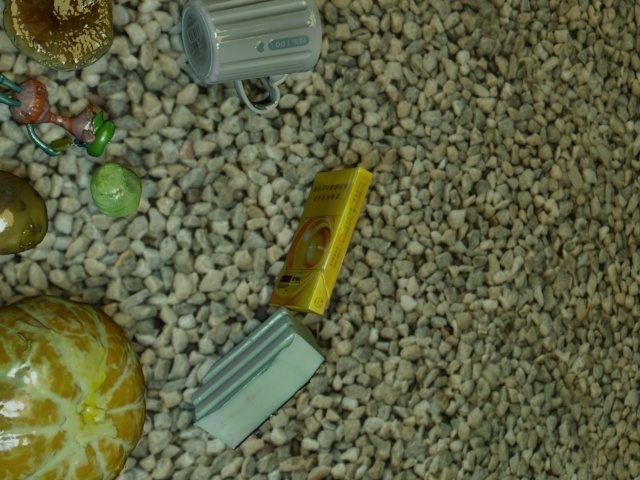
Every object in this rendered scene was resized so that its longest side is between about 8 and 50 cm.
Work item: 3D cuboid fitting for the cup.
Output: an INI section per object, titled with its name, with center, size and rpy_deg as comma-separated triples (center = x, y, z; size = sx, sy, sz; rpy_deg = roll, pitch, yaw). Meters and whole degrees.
[cup]
center = -0.116, -0.333, 1.589
size = 0.202, 0.167, 0.221
rpy_deg = -16, 96, -26

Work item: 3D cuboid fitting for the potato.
[potato]
center = -0.498, -0.038, 1.385
size = 0.176, 0.137, 0.137
rpy_deg = -9, 94, -32

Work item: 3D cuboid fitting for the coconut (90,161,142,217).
[coconut]
center = -0.334, -0.082, 1.505
size = 0.088, 0.096, 0.087
rpy_deg = -1, 71, 3

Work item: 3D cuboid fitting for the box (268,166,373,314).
[box]
center = 0.000, 0.000, 1.655
size = 0.043, 0.152, 0.269
rpy_deg = 25, 77, -27

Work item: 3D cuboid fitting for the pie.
[pie]
center = -0.422, -0.369, 1.479
size = 0.195, 0.046, 0.195
rpy_deg = 0, 89, -29

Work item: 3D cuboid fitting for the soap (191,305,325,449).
[soap]
center = -0.111, 0.239, 1.584
size = 0.230, 0.145, 0.091
rpy_deg = -41, 116, 5

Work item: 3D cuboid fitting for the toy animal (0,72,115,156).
[toy animal]
center = -0.434, -0.190, 1.450
size = 0.208, 0.100, 0.103
rpy_deg = 23, 100, -36

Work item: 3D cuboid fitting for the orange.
[orange]
center = -0.412, 0.242, 1.348
size = 0.329, 0.249, 0.329
rpy_deg = -18, 114, -47
